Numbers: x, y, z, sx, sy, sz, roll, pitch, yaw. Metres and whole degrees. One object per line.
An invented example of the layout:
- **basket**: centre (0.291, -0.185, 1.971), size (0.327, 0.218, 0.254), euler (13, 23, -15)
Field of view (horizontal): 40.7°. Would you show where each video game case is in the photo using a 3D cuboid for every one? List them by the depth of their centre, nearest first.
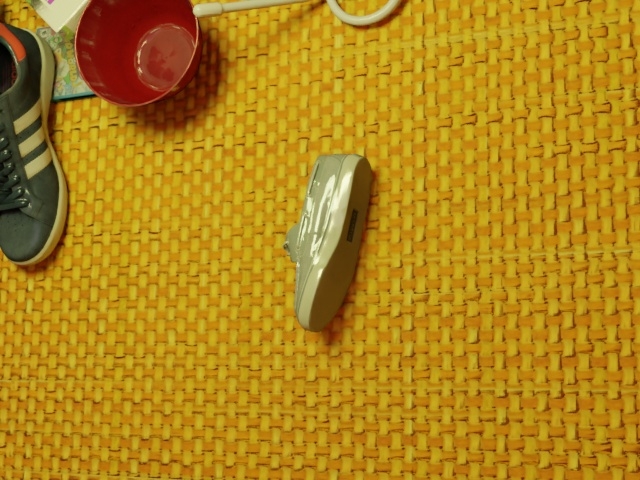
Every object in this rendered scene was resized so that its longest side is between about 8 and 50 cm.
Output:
- **video game case**: centre (-0.349, -0.268, 1.272), size (0.166, 0.015, 0.119), euler (-4, 79, 19)

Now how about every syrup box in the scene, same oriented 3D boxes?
- **syrup box**: centre (-0.381, -0.374, 1.248), size (0.093, 0.096, 0.237), euler (-47, 63, 4)

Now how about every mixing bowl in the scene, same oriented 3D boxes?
- **mixing bowl**: centre (-0.232, -0.263, 1.179), size (0.182, 0.098, 0.181), euler (-1, 86, 15)

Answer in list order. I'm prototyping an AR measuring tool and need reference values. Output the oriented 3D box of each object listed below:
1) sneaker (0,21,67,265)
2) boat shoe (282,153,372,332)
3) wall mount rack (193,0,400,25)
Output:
- **sneaker**: centre (-0.453, -0.139, 1.208), size (0.131, 0.148, 0.349), euler (-11, 83, 19)
- **boat shoe**: centre (0.000, -0.001, 1.073), size (0.081, 0.079, 0.227), euler (10, 79, 31)
- **wall mount rack**: centre (-0.043, -0.429, 1.127), size (0.304, 0.130, 0.350), euler (-26, 72, 14)
